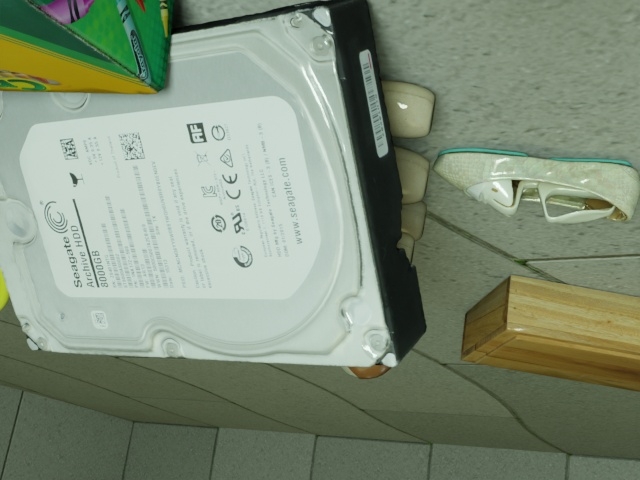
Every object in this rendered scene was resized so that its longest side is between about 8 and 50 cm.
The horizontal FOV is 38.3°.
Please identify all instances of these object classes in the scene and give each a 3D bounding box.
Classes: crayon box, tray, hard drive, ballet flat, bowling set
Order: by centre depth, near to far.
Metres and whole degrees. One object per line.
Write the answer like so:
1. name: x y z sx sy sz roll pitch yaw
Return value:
1. crayon box: -0.246 -0.148 0.533 0.279 0.081 0.165 4 173 16
2. hard drive: -0.107 -0.029 0.658 0.339 0.236 0.064 -1 -160 31
3. bowling set: 0.000 0.000 0.744 0.154 0.199 0.287 9 158 8
4. ballet flat: 0.172 -0.042 0.745 0.168 0.052 0.057 4 161 15
5. tray: 0.402 0.137 1.146 0.411 0.076 0.203 9 162 -4

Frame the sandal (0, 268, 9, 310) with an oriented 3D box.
1. sandal: -0.521 0.014 1.152 0.318 0.126 0.138 19 -166 1
